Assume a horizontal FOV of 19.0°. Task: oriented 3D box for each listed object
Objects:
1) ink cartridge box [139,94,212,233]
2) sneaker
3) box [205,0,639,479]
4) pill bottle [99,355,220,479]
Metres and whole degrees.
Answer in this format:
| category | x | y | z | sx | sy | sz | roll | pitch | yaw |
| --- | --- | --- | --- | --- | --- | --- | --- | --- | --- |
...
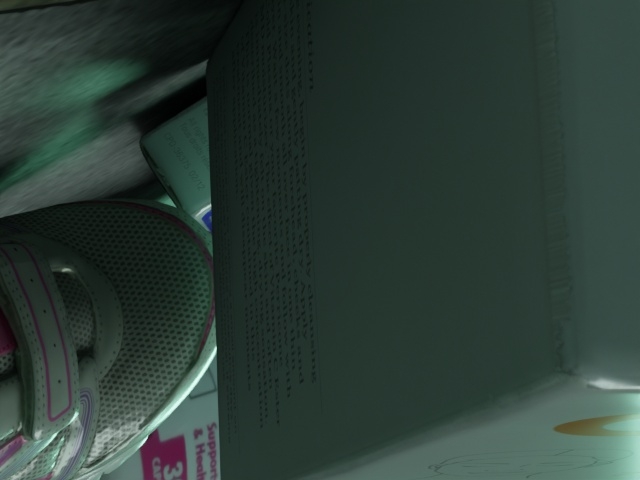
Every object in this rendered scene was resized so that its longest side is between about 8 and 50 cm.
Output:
| category | x | y | z | sx | sy | sz | roll | pitch | yaw |
| --- | --- | --- | --- | --- | --- | --- | --- | --- | --- |
| ink cartridge box | 0.027 | -0.070 | 0.814 | 0.208 | 0.045 | 0.206 | -30 | 178 | -3 |
| sneaker | -0.130 | 0.048 | 0.630 | 0.252 | 0.103 | 0.111 | -25 | 173 | -30 |
| box | 0.102 | -0.019 | 0.537 | 0.215 | 0.168 | 0.345 | 0 | 169 | -14 |
| pill bottle | -0.071 | 0.079 | 0.928 | 0.160 | 0.160 | 0.283 | -33 | 170 | 33 |
